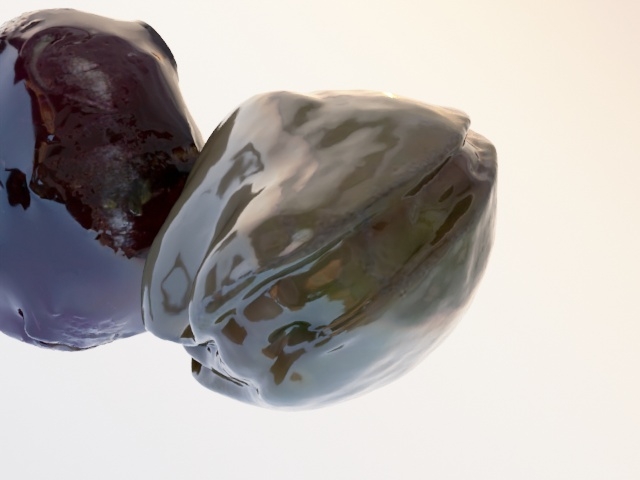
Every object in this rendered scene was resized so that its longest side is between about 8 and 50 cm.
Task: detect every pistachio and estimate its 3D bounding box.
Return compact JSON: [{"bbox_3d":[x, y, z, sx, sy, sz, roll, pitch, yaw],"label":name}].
[{"bbox_3d":[0.000,0.000,1.462,0.281,0.365,0.445,53,-173,-11],"label":"pistachio"}]

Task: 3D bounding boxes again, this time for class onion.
[{"bbox_3d":[-0.344,-0.055,1.726,0.420,0.398,0.398,-10,-125,-28],"label":"onion"}]
